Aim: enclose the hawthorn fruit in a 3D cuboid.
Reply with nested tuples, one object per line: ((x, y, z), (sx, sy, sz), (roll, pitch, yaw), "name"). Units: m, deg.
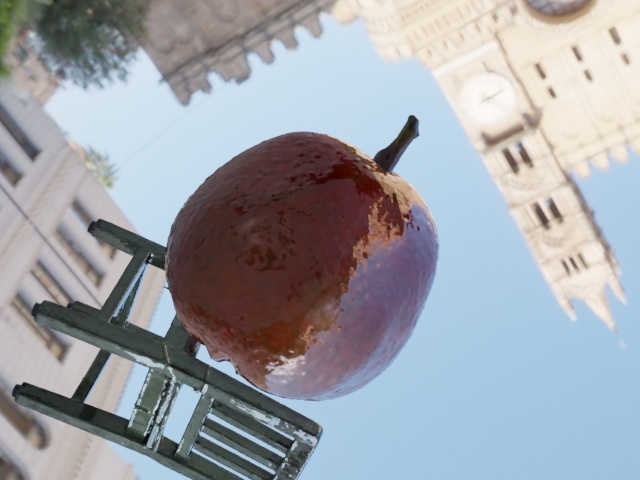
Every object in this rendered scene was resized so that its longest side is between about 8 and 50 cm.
((0.000, 0.000, 0.708), (0.225, 0.196, 0.196), (-51, -154, -5), "hawthorn fruit")

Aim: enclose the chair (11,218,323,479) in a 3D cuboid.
((-0.126, 0.115, 0.914), (0.147, 0.270, 0.136), (-69, -177, -52), "chair")
